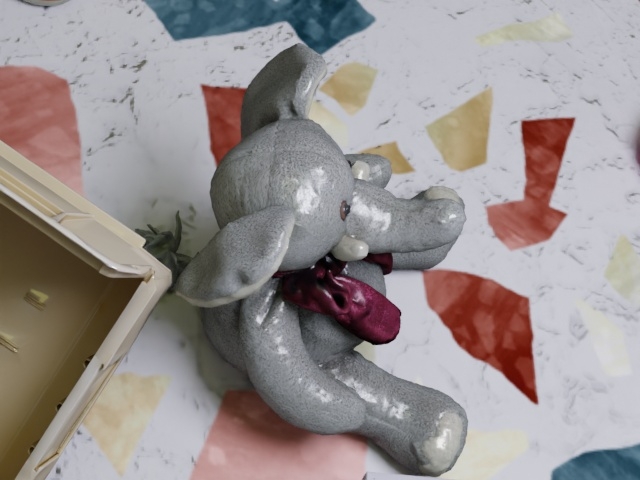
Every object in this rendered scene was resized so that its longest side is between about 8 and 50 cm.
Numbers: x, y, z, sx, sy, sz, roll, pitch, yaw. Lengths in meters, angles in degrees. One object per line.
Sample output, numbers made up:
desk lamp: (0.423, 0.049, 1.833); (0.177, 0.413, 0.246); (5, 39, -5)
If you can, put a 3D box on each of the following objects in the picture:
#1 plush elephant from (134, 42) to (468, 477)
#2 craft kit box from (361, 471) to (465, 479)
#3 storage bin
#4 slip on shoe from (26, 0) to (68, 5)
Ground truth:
plush elephant: (0.000, 0.000, 1.127); (0.330, 0.255, 0.272); (15, 61, -7)
craft kit box: (0.152, 0.312, 1.105); (0.247, 0.061, 0.250); (5, 54, -10)
storage bin: (-0.288, 0.059, 1.022); (0.260, 0.123, 0.262); (34, 100, 4)
slip on shoe: (-0.232, -0.380, 1.353); (0.123, 0.101, 0.331); (14, 59, -5)
